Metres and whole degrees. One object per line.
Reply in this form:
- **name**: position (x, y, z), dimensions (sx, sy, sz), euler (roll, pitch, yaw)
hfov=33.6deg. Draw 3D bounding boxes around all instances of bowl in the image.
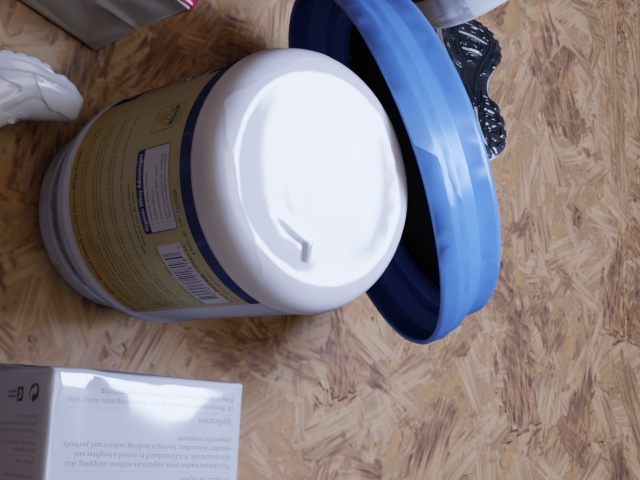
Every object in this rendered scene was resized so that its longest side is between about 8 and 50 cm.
- **bowl**: position (0.072, -0.085, 1.119), dimensions (0.077, 0.391, 0.391), euler (-19, 99, -12)

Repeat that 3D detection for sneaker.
- **sneaker**: position (0.182, -0.203, 1.440), dimensions (0.100, 0.108, 0.272), euler (19, 55, -21)
- **sneaker**: position (-0.330, -0.120, 0.956), dimensions (0.232, 0.090, 0.115), euler (8, 85, -33)

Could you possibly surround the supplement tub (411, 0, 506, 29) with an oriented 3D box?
- **supplement tub**: position (0.137, -0.459, 1.345), dimensions (0.207, 0.207, 0.338), euler (-48, 117, -36)

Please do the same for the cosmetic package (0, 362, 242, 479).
- **cosmetic package**: position (-0.204, 0.312, 0.962), dimensions (0.217, 0.156, 0.385), euler (14, 76, -41)

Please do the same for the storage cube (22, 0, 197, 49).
- **storage cube**: position (-0.208, -0.326, 1.018), dimensions (0.215, 0.183, 0.193), euler (34, 63, -35)

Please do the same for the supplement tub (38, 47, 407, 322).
- **supplement tub**: position (-0.102, -0.039, 0.988), dimensions (0.228, 0.316, 0.229), euler (6, 81, -42)
